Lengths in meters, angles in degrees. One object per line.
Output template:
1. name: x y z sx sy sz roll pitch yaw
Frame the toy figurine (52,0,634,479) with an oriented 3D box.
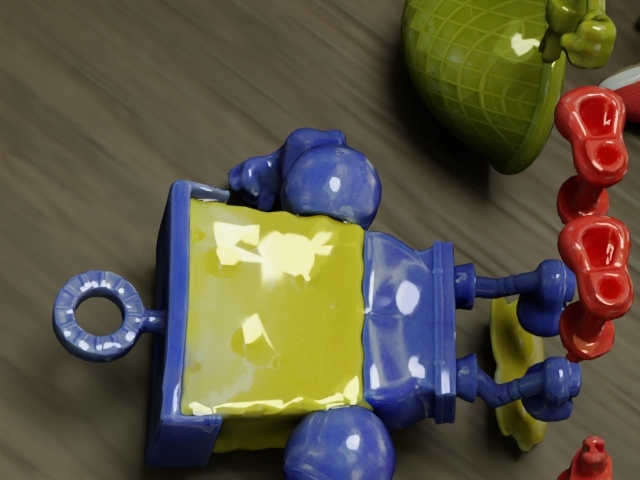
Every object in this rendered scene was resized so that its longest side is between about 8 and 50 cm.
1. toy figurine: 0.000 0.000 0.695 0.217 0.191 0.363 1 68 -3

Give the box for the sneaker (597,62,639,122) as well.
1. sneaker: 0.190 -0.048 0.810 0.118 0.042 0.067 2 66 -10
